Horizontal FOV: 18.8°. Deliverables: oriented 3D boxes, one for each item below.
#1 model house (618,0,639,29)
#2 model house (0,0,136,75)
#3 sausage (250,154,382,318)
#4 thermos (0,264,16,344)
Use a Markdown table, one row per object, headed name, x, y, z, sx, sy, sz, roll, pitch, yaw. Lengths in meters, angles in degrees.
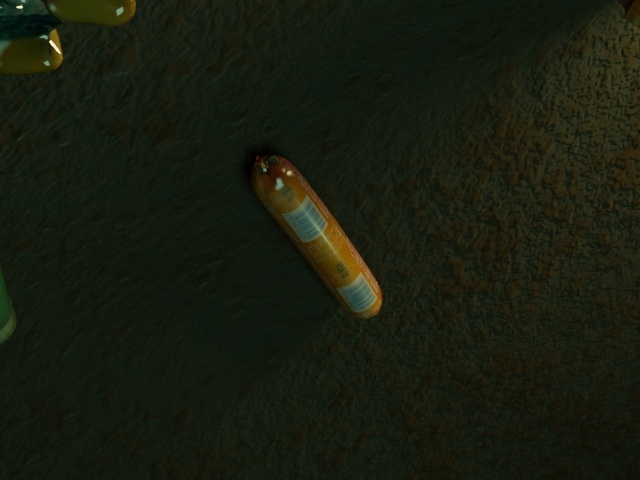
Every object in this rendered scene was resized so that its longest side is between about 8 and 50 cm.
| name | x | y | z | sx | sy | sz | roll | pitch | yaw |
| --- | --- | --- | --- | --- | --- | --- | --- | --- | --- |
| model house | 0.412 | -0.293 | 2.027 | 0.237 | 0.237 | 0.202 | 7 | 121 | -45 |
| model house | -0.225 | -0.241 | 1.442 | 0.190 | 0.301 | 0.271 | -5 | 129 | -59 |
| sausage | 0.000 | 0.000 | 2.127 | 0.053 | 0.053 | 0.348 | -39 | 144 | -1 |
| thermos | -0.342 | 0.016 | 1.841 | 0.073 | 0.083 | 0.188 | -44 | 148 | -33 |
